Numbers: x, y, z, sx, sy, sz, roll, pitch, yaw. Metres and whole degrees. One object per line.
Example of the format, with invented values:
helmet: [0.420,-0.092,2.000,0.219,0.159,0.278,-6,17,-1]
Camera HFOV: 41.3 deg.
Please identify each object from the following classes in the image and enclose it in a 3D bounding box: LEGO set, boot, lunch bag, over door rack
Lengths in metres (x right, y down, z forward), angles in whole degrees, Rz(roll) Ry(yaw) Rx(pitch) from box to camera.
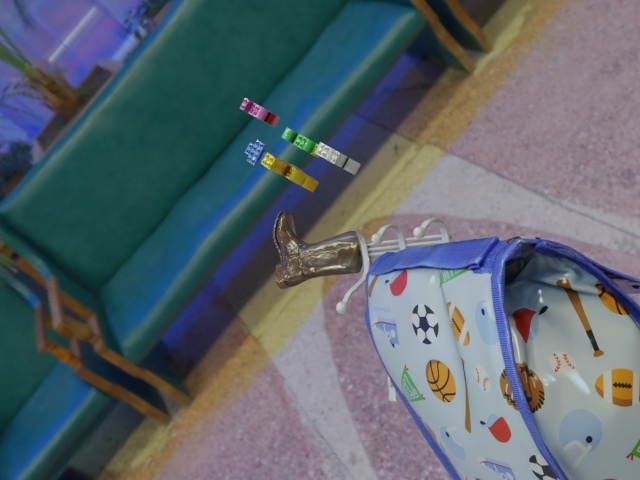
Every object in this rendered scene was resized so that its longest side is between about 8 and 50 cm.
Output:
LEGO set: [-0.062,-0.141,1.317,0.227,0.093,0.087,33,97,32]
boot: [0.000,0.000,1.004,0.114,0.037,0.106,-18,64,29]
lunch bag: [0.240,0.158,0.983,0.239,0.385,0.328,-40,10,-19]
over door rack: [0.142,0.134,1.370,0.108,0.324,0.240,-23,8,-31]
